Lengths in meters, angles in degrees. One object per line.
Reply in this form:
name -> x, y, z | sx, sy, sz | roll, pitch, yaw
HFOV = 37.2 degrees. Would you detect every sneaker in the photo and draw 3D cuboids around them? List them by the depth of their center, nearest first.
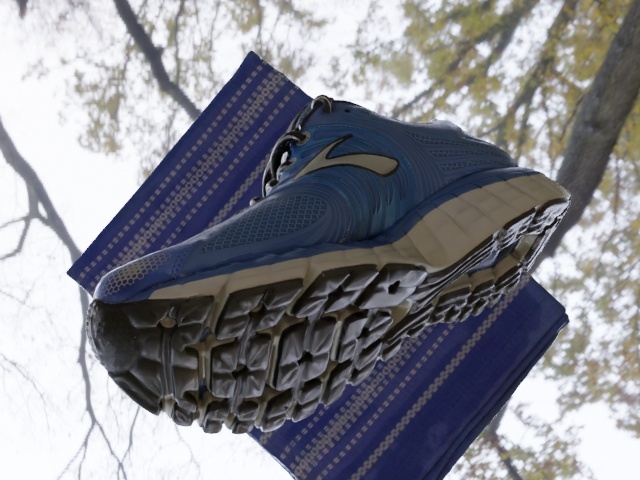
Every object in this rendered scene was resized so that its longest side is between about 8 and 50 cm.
sneaker -> 0.000, 0.000, 0.568 | 0.330, 0.129, 0.147 | -19, -127, -42

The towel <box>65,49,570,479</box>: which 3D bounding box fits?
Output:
towel -> -0.007, 0.042, 0.745 | 0.336, 0.040, 0.243 | 40, -90, 9
